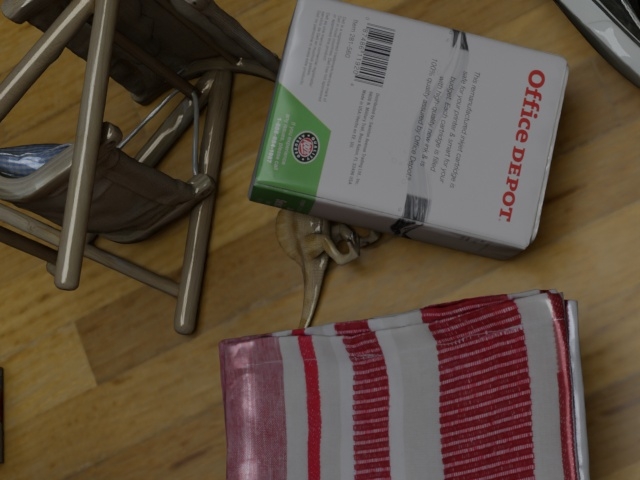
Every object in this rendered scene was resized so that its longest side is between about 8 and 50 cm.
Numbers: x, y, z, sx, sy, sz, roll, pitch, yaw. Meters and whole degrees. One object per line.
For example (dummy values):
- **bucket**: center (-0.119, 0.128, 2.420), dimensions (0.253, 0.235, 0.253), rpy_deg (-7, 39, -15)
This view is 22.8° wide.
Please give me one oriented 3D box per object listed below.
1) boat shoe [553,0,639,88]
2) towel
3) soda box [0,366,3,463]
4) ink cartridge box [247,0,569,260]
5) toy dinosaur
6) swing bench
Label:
- **boat shoe**: center (0.223, -0.207, 1.274), dimensions (0.070, 0.078, 0.219), rpy_deg (-40, 68, 8)
- **towel**: center (0.053, 0.172, 1.213), dimensions (0.329, 0.037, 0.237), rpy_deg (-12, 75, 36)
- **soda box**: center (-0.415, 0.161, 1.400), dimensions (0.263, 0.083, 0.092), rpy_deg (-8, 76, 16)
- **ink cartridge box**: center (0.068, -0.086, 1.250), dimensions (0.220, 0.092, 0.160), rpy_deg (14, 80, -4)
- **toy dinosaur**: center (0.000, 0.000, 1.326), dimensions (0.093, 0.053, 0.183), rpy_deg (-9, 88, 34)
- **swing bench**: center (-0.161, -0.082, 1.278), dimensions (0.165, 0.253, 0.254), rpy_deg (23, 86, 21)
